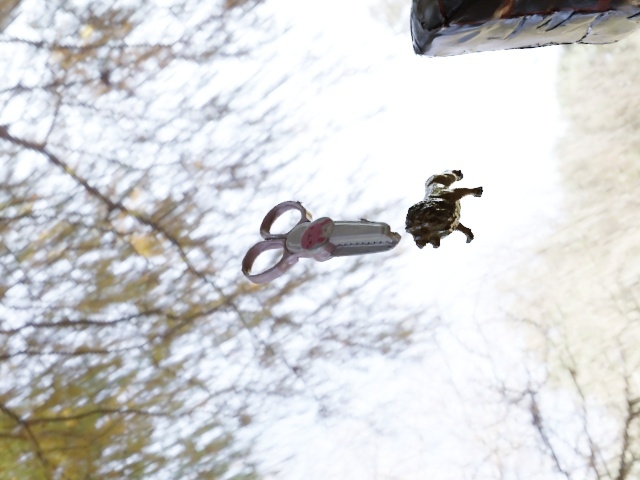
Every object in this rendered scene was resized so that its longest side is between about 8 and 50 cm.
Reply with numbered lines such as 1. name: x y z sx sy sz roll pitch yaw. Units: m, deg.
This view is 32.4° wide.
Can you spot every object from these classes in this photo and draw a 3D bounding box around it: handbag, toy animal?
1. handbag: 0.174 -0.253 0.931 0.215 0.155 0.169 -6 -99 -13
2. toy animal: 0.164 -0.049 1.371 0.086 0.069 0.220 21 -155 8

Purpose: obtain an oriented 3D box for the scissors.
1. scissors: 0.000 0.000 1.319 0.030 0.242 0.118 43 -118 -35
